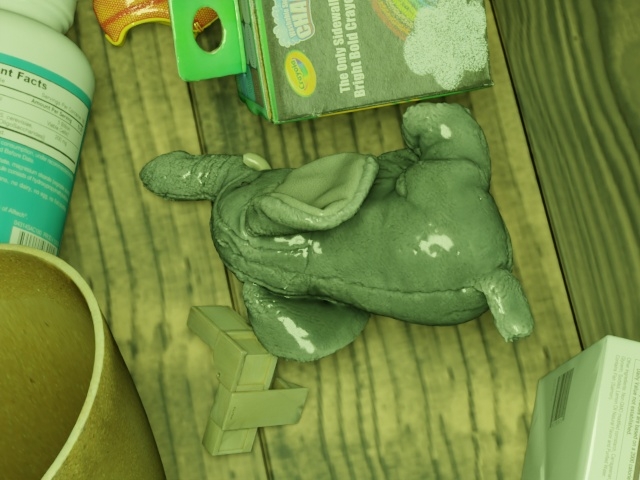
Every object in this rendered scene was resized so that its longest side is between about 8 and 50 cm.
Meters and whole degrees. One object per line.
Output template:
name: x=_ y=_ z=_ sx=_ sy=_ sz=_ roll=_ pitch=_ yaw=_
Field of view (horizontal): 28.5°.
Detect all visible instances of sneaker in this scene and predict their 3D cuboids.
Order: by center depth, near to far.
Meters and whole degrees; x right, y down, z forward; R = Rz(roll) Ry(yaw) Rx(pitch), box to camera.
sneaker: x=-0.087 y=-0.191 z=0.975 sx=0.175 sy=0.064 sz=0.067 roll=-16 pitch=98 yaw=-1

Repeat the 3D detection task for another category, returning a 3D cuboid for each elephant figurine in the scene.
elephant figurine: x=0.000 y=0.000 z=0.878 sx=0.239 sy=0.186 sz=0.169 roll=-8 pitch=87 yaw=-7

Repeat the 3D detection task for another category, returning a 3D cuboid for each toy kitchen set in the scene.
toy kitchen set: x=-0.058 y=0.101 z=0.918 sx=0.068 sy=0.075 sz=0.083 roll=2 pitch=113 yaw=-38

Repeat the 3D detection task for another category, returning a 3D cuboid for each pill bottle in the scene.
pill bottle: x=-0.243 y=-0.064 z=0.886 sx=0.146 sy=0.146 sz=0.264 roll=10 pitch=76 yaw=0

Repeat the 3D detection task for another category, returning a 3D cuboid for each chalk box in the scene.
chalk box: x=-0.002 y=-0.162 z=0.898 sx=0.213 sy=0.132 sz=0.132 roll=-10 pitch=105 yaw=-10

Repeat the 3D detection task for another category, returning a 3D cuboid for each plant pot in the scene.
plant pot: x=-0.184 y=0.172 z=0.765 sx=0.237 sy=0.254 sz=0.237 roll=-14 pitch=44 yaw=14

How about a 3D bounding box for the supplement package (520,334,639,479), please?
supplement package: x=0.272 y=0.198 z=0.817 sx=0.262 sy=0.199 sz=0.198 roll=13 pitch=76 yaw=1
